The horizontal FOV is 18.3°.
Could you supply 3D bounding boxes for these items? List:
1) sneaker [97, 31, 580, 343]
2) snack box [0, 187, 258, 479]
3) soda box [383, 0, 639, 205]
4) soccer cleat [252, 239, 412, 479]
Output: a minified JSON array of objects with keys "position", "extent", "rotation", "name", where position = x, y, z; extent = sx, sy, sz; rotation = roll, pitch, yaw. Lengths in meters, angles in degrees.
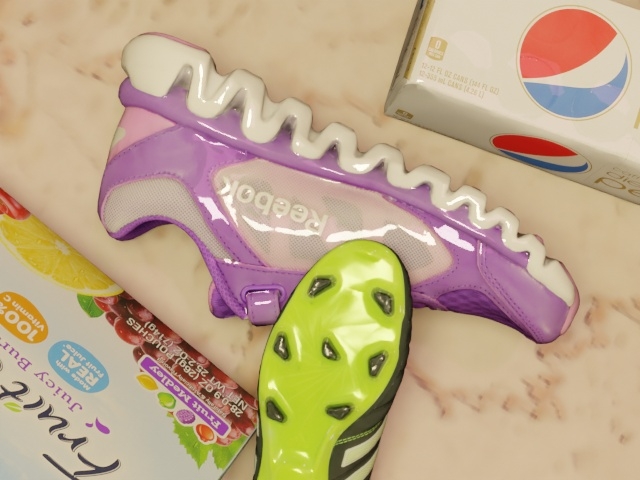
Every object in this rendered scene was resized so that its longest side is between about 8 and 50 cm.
[{"position":[0.000,0.000,0.899],"extent":[0.236,0.095,0.104],"rotation":[26,84,2],"name":"sneaker"},{"position":[-0.145,0.065,0.823],"extent":[0.207,0.174,0.070],"rotation":[39,122,1],"name":"snack box"},{"position":[0.145,-0.064,0.937],"extent":[0.216,0.069,0.074],"rotation":[19,78,-4],"name":"soda box"},{"position":[0.001,0.083,0.869],"extent":[0.060,0.072,0.179],"rotation":[15,100,9],"name":"soccer cleat"}]
